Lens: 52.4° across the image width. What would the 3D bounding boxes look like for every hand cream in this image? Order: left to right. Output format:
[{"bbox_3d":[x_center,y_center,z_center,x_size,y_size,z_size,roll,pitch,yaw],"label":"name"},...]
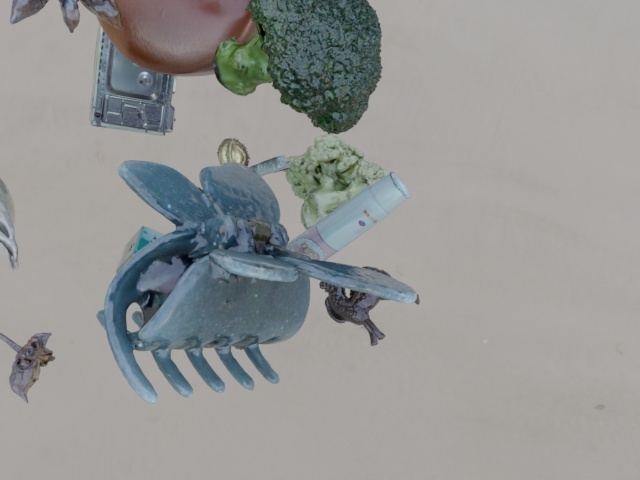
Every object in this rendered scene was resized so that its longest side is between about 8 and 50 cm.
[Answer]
[{"bbox_3d":[0.000,0.000,1.067,0.085,0.331,0.058,35,31,-39],"label":"hand cream"}]

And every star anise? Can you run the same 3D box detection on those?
[{"bbox_3d":[-0.676,0.219,1.320,0.228,0.218,0.148,24,79,-1],"label":"star anise"},{"bbox_3d":[-0.377,-0.398,0.902,0.262,0.081,0.230,35,72,-15],"label":"star anise"}]

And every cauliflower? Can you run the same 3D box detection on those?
[{"bbox_3d":[0.039,-0.170,1.837,0.327,0.281,0.260,2,98,13],"label":"cauliflower"}]

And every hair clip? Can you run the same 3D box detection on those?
[{"bbox_3d":[-0.127,0.063,0.892,0.392,0.238,0.318,38,17,30],"label":"hair clip"}]

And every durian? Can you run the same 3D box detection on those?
[{"bbox_3d":[-0.239,-0.231,1.883,0.071,0.111,0.140,-19,114,-44],"label":"durian"}]

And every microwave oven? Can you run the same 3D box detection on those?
[{"bbox_3d":[-0.566,-0.539,2.007,0.247,0.333,0.393,5,101,-23],"label":"microwave oven"}]

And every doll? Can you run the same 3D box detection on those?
[{"bbox_3d":[0.081,0.106,1.205,0.165,0.057,0.139,41,92,14],"label":"doll"}]

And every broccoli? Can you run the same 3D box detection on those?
[{"bbox_3d":[-0.029,-0.314,1.083,0.298,0.297,0.297,11,75,-48],"label":"broccoli"}]

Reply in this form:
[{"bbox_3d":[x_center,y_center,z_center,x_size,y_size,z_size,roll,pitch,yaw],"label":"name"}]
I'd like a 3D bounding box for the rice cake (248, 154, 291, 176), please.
[{"bbox_3d":[-0.162,-0.160,1.550,0.043,0.211,0.034,-17,91,-57],"label":"rice cake"}]

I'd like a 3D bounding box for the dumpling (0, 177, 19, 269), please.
[{"bbox_3d":[-0.753,-0.087,1.350,0.341,0.260,0.181,28,77,-19],"label":"dumpling"}]

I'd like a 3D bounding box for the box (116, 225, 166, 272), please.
[{"bbox_3d":[-0.466,0.053,1.815,0.153,0.245,0.092,23,68,-22],"label":"box"}]

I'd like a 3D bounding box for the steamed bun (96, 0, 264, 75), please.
[{"bbox_3d":[-0.293,-0.483,1.419,0.380,0.248,0.235,11,20,10],"label":"steamed bun"}]
